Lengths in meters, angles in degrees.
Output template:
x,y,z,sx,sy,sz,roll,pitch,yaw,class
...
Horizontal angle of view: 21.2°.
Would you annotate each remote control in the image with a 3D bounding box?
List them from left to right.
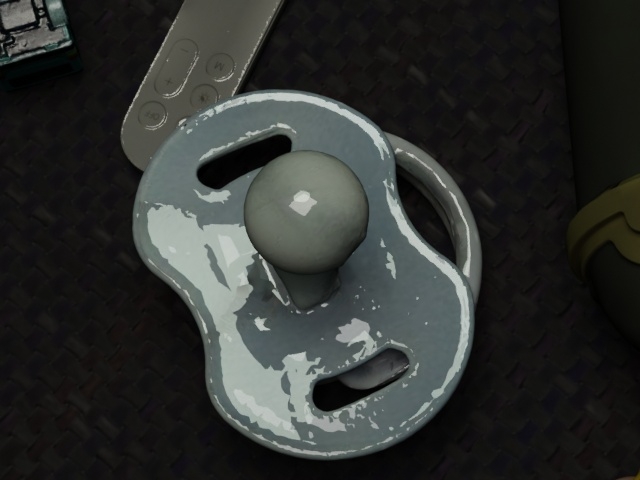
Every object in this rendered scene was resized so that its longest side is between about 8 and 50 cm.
x,y,z,sx,sy,sz,roll,pitch,yaw,class
-0.088,-0.160,1.401,0.077,0.022,0.245,24,77,9,remote control

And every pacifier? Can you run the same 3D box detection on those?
x,y,z,sx,sy,sz,roll,pitch,yaw,class
0.000,0.000,1.236,0.244,0.233,0.299,-27,74,-7,pacifier

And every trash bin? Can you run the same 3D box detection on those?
x,y,z,sx,sy,sz,roll,pitch,yaw,class
0.276,-0.056,1.245,0.214,0.214,0.334,-8,68,2,trash bin

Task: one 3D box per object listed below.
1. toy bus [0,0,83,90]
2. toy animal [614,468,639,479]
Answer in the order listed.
x,y,z,sx,sy,sz,roll,pitch,yaw,class
-0.250,-0.211,1.393,0.079,0.092,0.160,-17,79,-2,toy bus
0.239,0.206,1.235,0.114,0.091,0.082,-29,87,-6,toy animal
